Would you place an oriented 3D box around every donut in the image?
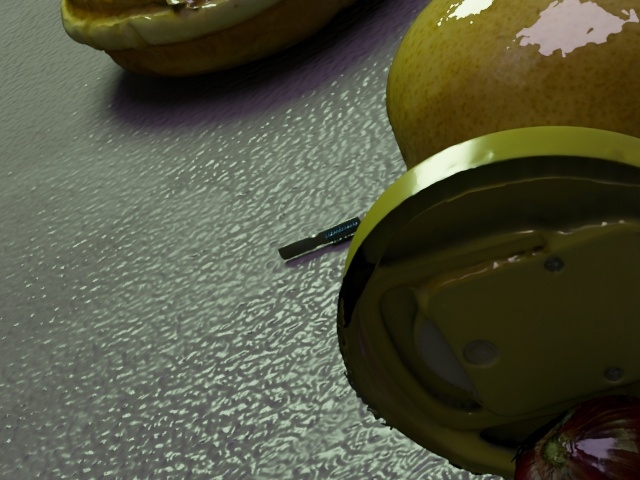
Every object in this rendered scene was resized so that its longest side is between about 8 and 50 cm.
[{"bbox_3d":[-0.103,-0.352,2.152,0.448,0.198,0.449,-22,30,13],"label":"donut"}]

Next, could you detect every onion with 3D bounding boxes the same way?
[{"bbox_3d":[0.184,0.158,1.165,0.117,0.118,0.119,-55,19,25],"label":"onion"}]

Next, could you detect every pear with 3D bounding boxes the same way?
[{"bbox_3d":[0.208,-0.077,1.314,0.314,0.314,0.314,-23,29,13],"label":"pear"}]

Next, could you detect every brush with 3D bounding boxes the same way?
[{"bbox_3d":[0.000,0.000,1.678,0.083,0.016,0.013,-21,41,16],"label":"brush"}]

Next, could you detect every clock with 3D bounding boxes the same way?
[{"bbox_3d":[0.155,0.039,1.192,0.293,0.277,0.071,-14,36,16],"label":"clock"}]
